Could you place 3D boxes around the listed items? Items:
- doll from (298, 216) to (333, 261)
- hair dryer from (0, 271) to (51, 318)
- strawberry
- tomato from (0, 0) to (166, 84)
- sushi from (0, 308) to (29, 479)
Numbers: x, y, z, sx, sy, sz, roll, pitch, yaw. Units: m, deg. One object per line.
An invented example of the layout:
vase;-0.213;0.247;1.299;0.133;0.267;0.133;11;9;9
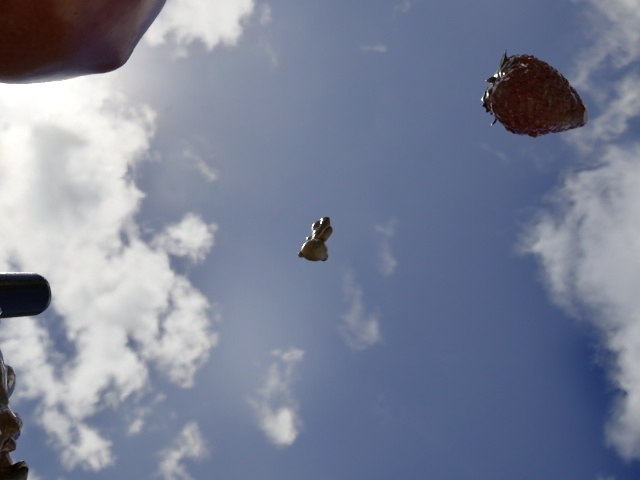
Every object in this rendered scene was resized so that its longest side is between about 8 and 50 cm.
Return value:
doll;-0.007;-0.005;1.610;0.061;0.051;0.093;-28;-129;38
hair dryer;-0.533;0.053;1.381;0.255;0.128;0.070;19;-82;28
strawberry;0.321;-0.215;1.375;0.148;0.131;0.131;9;-78;31
tomato;-0.269;-0.283;0.798;0.322;0.321;0.321;6;-80;38
sushi;-0.357;0.130;0.486;0.417;0.417;0.175;43;-50;26
